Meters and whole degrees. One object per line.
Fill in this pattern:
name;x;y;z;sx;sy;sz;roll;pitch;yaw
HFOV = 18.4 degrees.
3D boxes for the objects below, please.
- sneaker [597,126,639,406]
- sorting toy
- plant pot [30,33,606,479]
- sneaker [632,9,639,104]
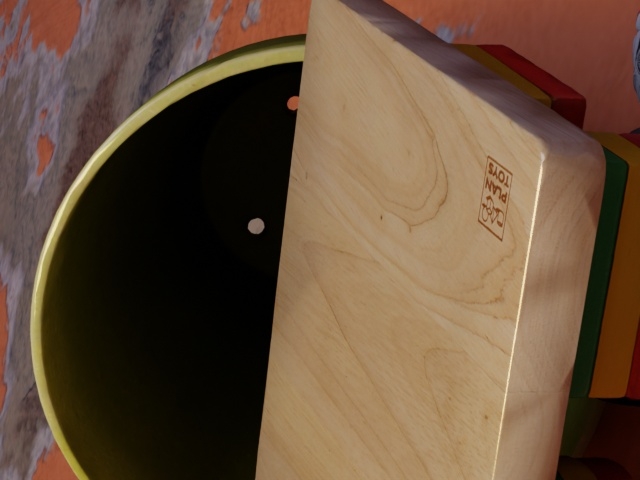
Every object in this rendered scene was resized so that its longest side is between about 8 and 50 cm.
sneaker;0.170;0.030;0.732;0.140;0.125;0.341;-58;17;-23
sorting toy;0.060;0.051;0.788;0.257;0.089;0.255;-133;47;-64
plant pot;0.000;0.000;1.051;0.293;0.274;0.275;-94;26;-72
sneaker;0.204;-0.079;0.819;0.225;0.088;0.093;-21;57;61
